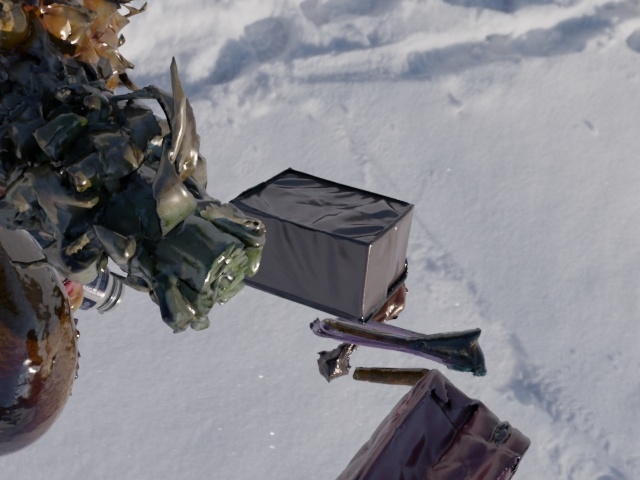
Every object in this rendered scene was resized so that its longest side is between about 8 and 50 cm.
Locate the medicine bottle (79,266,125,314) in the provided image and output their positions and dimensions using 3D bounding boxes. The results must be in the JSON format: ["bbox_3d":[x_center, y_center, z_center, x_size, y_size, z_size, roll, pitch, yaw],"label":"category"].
[{"bbox_3d":[-0.503,0.081,1.373,0.191,0.107,0.107,35,64,-45],"label":"medicine bottle"}]

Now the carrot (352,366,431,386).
[{"bbox_3d":[0.152,0.284,1.402,0.170,0.042,0.042,2,77,7],"label":"carrot"}]

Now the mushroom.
[{"bbox_3d":[-0.383,0.098,0.725,0.278,0.297,0.163,29,26,11],"label":"mushroom"}]

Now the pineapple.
[{"bbox_3d":[-0.152,-0.054,0.443,0.271,0.262,0.262,38,62,13],"label":"pineapple"}]

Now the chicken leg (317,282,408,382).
[{"bbox_3d":[0.101,0.201,1.547,0.113,0.093,0.304,37,81,-12],"label":"chicken leg"}]

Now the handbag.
[{"bbox_3d":[0.088,0.237,0.612,0.135,0.146,0.225,38,46,15],"label":"handbag"}]

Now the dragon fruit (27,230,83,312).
[{"bbox_3d":[-0.541,0.042,1.125,0.290,0.189,0.291,12,53,-17],"label":"dragon fruit"}]

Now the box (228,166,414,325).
[{"bbox_3d":[0.000,0.000,1.066,0.188,0.252,0.153,-39,142,-51],"label":"box"}]

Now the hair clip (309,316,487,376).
[{"bbox_3d":[0.155,0.193,1.324,0.096,0.358,0.110,74,30,-44],"label":"hair clip"}]
